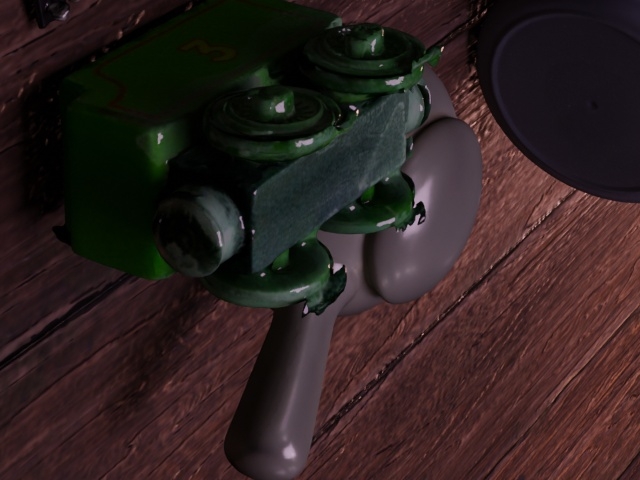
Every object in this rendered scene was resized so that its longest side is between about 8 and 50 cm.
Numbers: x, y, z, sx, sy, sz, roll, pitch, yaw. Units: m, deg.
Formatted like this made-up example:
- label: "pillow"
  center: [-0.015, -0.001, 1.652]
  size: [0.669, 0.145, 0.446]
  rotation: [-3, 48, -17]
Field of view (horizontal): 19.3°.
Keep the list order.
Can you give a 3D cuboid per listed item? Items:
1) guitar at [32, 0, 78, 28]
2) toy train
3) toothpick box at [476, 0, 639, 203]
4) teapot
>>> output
- label: "guitar"
  center: [-0.158, -0.208, 0.964]
  size: [0.084, 0.038, 0.271]
  rotation: [-53, 150, -29]
- label: "toy train"
  center: [-0.044, -0.060, 1.128]
  size: [0.243, 0.188, 0.132]
  rotation: [-39, 137, -49]
- label: "toothpick box"
  center: [0.308, -0.236, 1.678]
  size: [0.355, 0.263, 0.263]
  rotation: [-51, 150, -35]
- label: "teapot"
  center: [0.013, 0.013, 1.348]
  size: [0.220, 0.149, 0.318]
  rotation: [21, 89, -64]
